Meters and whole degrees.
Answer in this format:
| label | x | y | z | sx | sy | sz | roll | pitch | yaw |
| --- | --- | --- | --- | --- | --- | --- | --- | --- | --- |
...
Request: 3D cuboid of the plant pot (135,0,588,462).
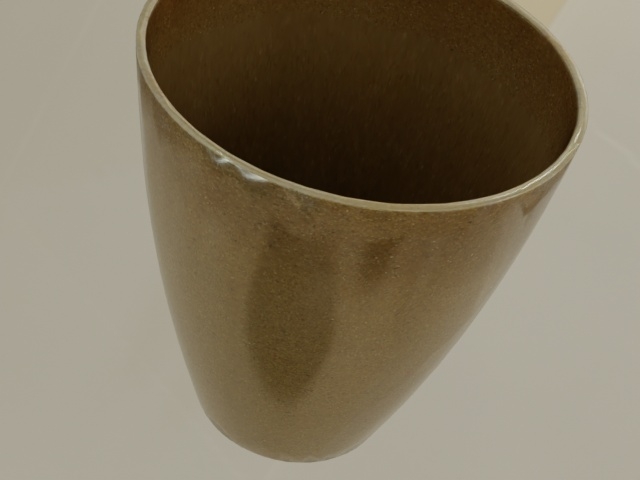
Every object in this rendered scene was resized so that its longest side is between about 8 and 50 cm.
| label | x | y | z | sx | sy | sz | roll | pitch | yaw |
| --- | --- | --- | --- | --- | --- | --- | --- | --- | --- |
| plant pot | 0.000 | 0.000 | 0.869 | 0.237 | 0.254 | 0.237 | 8 | 40 | -7 |
